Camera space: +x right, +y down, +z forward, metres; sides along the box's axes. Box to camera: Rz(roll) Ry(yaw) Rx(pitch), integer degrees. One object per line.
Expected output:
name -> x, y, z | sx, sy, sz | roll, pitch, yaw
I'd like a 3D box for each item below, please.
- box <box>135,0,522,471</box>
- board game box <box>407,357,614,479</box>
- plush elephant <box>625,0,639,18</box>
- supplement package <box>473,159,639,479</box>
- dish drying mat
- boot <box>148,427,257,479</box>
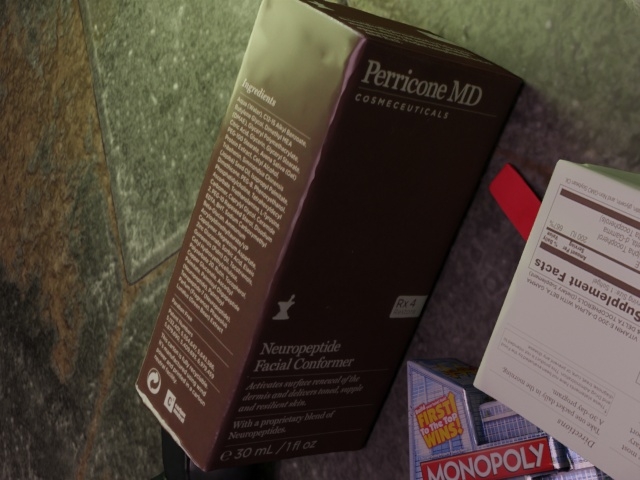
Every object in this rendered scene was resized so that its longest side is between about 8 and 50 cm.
box -> 0.000, 0.000, 0.818 | 0.143, 0.191, 0.381 | 37, 115, 43
board game box -> 0.140, 0.175, 0.741 | 0.194, 0.060, 0.194 | -27, 68, 44
plush elephant -> 0.259, -0.181, 0.488 | 0.330, 0.255, 0.272 | -56, 50, 30
supplement package -> 0.258, 0.076, 0.507 | 0.262, 0.204, 0.145 | 33, 110, 45
dish drying mat -> 0.166, -0.023, 0.767 | 0.032, 0.008, 0.083 | -54, 52, 32
boot -> -0.151, 0.231, 1.034 | 0.246, 0.094, 0.207 | -4, 87, 41
